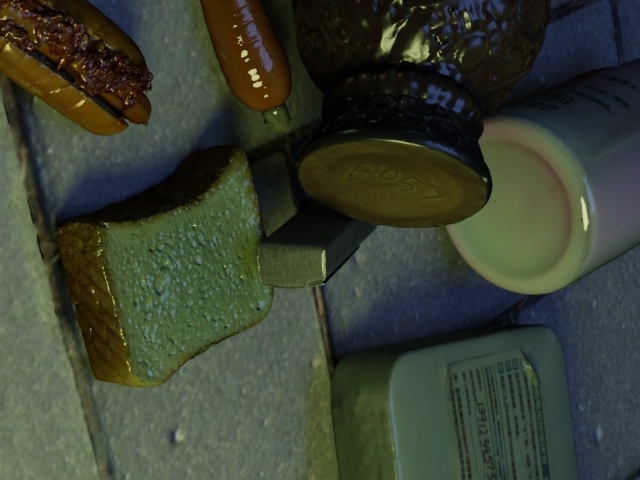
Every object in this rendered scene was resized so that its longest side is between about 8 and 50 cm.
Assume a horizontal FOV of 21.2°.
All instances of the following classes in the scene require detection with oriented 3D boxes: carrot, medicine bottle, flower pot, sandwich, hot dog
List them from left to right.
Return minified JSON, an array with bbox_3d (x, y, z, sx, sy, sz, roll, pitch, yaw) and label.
[{"bbox_3d":[-0.227,-0.172,1.505,0.249,0.076,0.102,38,63,-44],"label":"hot dog"},{"bbox_3d":[-0.143,0.026,1.631,0.214,0.065,0.186,-28,115,-44],"label":"sandwich"},{"bbox_3d":[-0.098,-0.255,1.667,0.069,0.069,0.336,-40,116,-40],"label":"carrot"},{"bbox_3d":[0.086,-0.169,1.696,0.266,0.266,0.267,38,54,-44],"label":"flower pot"},{"bbox_3d":[0.334,-0.093,2.053,0.388,0.219,0.219,-26,113,-44],"label":"medicine bottle"}]

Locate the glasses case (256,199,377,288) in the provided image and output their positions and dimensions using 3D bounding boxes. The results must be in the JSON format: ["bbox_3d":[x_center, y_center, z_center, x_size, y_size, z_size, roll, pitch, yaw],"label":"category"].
[{"bbox_3d":[0.000,0.000,1.733,0.205,0.070,0.047,-42,131,-68],"label":"glasses case"}]

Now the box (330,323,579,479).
[{"bbox_3d":[0.171,0.303,1.949,0.396,0.111,0.396,-5,89,-53],"label":"box"}]
